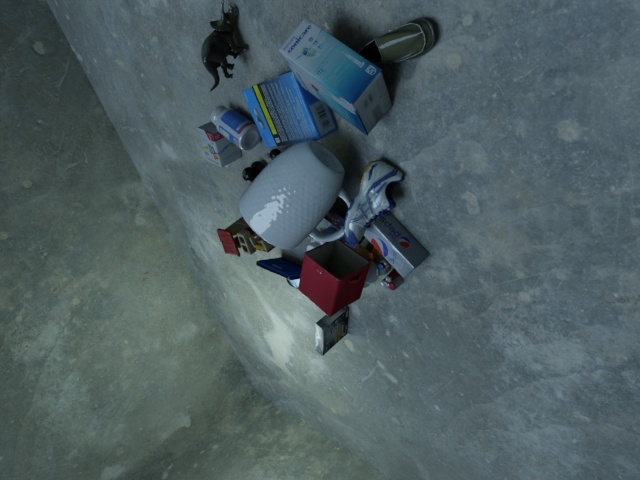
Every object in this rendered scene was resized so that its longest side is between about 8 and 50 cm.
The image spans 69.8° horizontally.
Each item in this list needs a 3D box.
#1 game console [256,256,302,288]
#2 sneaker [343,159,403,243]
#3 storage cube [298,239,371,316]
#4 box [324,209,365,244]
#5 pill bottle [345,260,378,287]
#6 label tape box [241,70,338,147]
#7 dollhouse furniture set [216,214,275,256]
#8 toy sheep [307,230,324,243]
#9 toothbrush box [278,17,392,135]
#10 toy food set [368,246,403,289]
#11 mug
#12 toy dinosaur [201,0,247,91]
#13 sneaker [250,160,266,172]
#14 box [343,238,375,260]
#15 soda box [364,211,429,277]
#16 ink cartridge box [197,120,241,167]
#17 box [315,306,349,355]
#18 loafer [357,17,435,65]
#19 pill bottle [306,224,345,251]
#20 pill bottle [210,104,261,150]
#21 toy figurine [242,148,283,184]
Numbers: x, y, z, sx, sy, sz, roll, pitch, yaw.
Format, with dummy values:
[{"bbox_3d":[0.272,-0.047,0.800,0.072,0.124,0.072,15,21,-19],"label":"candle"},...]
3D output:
[{"bbox_3d":[-0.155,0.204,2.327,0.293,0.250,0.174,18,107,44],"label":"game console"},{"bbox_3d":[0.175,-0.111,1.523,0.130,0.111,0.297,26,108,20],"label":"sneaker"},{"bbox_3d":[0.050,0.140,1.757,0.215,0.183,0.193,37,133,30],"label":"storage cube"},{"bbox_3d":[0.057,-0.081,1.794,0.233,0.044,0.159,37,-178,25],"label":"box"},{"bbox_3d":[0.143,0.144,1.903,0.121,0.121,0.216,59,149,-8],"label":"pill bottle"},{"bbox_3d":[-0.116,-0.478,1.663,0.333,0.105,0.241,7,126,50],"label":"label tape box"},{"bbox_3d":[-0.326,-0.016,2.320,0.373,0.201,0.152,12,129,40],"label":"dollhouse furniture set"},{"bbox_3d":[0.000,0.000,1.993,0.131,0.091,0.091,9,129,26],"label":"toy sheep"},{"bbox_3d":[0.049,-0.472,1.340,0.295,0.126,0.216,43,-176,18],"label":"toothbrush box"},{"bbox_3d":[0.249,0.116,1.749,0.111,0.104,0.233,29,141,35],"label":"toy food set"},{"bbox_3d":[-0.046,-0.147,1.619,0.374,0.276,0.328,39,117,-11],"label":"mug"},{"bbox_3d":[-0.378,-0.703,1.705,0.160,0.314,0.121,27,177,-33],"label":"toy dinosaur"},{"bbox_3d":[-0.214,-0.222,2.067,0.290,0.105,0.123,54,159,15],"label":"sneaker"},{"bbox_3d":[0.148,0.030,1.796,0.136,0.028,0.081,32,180,-36],"label":"box"},{"bbox_3d":[0.246,-0.011,1.639,0.286,0.098,0.091,48,148,10],"label":"soda box"},{"bbox_3d":[-0.467,-0.455,2.138,0.128,0.127,0.176,28,141,36],"label":"ink cartridge box"},{"bbox_3d":[0.056,0.433,2.242,0.056,0.183,0.231,34,143,29],"label":"box"},{"bbox_3d":[0.195,-0.513,1.229,0.251,0.087,0.095,1,121,53],"label":"loafer"},{"bbox_3d":[0.027,0.007,1.880,0.094,0.169,0.094,34,143,30],"label":"pill bottle"},{"bbox_3d":[-0.369,-0.491,1.976,0.221,0.124,0.124,40,146,23],"label":"pill bottle"},{"bbox_3d":[-0.184,-0.251,1.857,0.213,0.209,0.148,55,-173,5],"label":"toy figurine"}]
